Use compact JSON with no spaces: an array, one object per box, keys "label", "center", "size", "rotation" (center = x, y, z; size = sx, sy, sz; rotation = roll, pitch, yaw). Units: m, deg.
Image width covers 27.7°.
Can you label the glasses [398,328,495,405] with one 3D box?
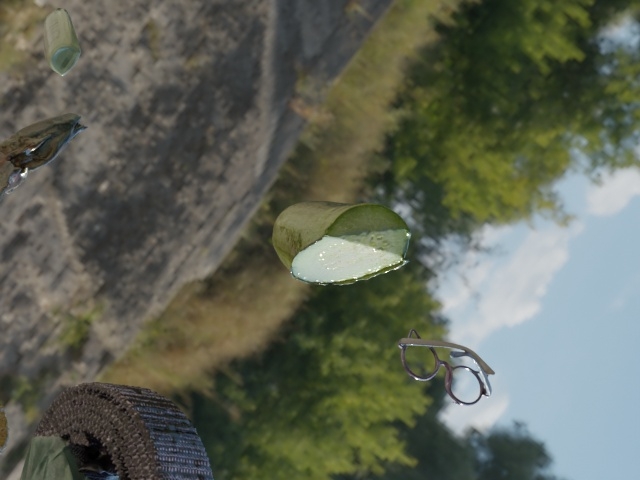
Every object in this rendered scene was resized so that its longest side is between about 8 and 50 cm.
[{"label":"glasses","center":[0.175,0.148,1.614],"size":[0.104,0.140,0.062],"rotation":[-45,-163,56]}]

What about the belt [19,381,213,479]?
[{"label":"belt","center":[-0.232,0.315,1.417],"size":[0.260,0.122,0.324],"rotation":[-22,-114,36]}]

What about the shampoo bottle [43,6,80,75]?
[{"label":"shampoo bottle","center":[-0.459,-0.355,2.290],"size":[0.072,0.049,0.212],"rotation":[-54,-154,16]}]

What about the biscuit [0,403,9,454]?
[{"label":"biscuit","center":[-0.483,0.230,1.551],"size":[0.220,0.220,0.033],"rotation":[-64,163,-57]}]

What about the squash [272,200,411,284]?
[{"label":"squash","center":[0.001,0.003,1.132],"size":[0.090,0.075,0.200],"rotation":[-11,-173,-21]}]

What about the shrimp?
[{"label":"shrimp","center":[-0.415,-0.055,1.577],"size":[0.317,0.062,0.164],"rotation":[-36,-147,-9]}]
